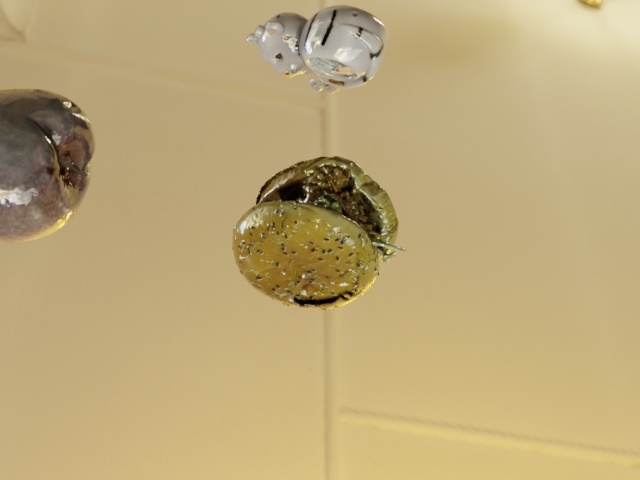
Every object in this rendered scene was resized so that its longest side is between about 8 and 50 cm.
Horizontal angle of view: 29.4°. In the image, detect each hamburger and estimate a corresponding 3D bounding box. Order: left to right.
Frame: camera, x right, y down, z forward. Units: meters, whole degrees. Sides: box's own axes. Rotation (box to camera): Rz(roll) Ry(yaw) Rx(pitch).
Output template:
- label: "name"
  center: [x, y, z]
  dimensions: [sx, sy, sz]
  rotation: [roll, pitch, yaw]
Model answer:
- label: "hamburger"
  center: [0.000, 0.000, 1.339]
  dimensions: [0.186, 0.177, 0.113]
  rotation: [14, -137, 16]

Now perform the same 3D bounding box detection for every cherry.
- label: "cherry"
  center: [-0.308, -0.073, 1.198]
  dimensions: [0.176, 0.140, 0.176]
  rotation: [-4, -136, 4]

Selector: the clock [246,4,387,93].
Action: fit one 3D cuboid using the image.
- label: "clock"
  center: [-0.006, -0.228, 1.408]
  dimensions: [0.117, 0.176, 0.080]
  rotation: [20, -101, -26]
